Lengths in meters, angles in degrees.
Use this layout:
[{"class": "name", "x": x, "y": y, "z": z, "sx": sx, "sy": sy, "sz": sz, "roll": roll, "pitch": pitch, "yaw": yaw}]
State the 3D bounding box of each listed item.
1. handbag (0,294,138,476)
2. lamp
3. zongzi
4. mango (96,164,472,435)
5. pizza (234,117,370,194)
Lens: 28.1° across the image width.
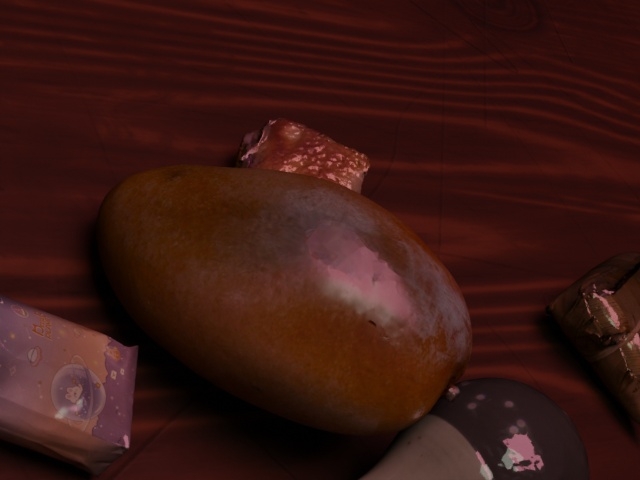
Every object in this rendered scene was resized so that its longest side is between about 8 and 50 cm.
[{"class": "handbag", "x": -0.234, "y": 0.110, "z": 1.040, "sx": 0.173, "sy": 0.095, "sz": 0.117, "roll": 24, "pitch": 39, "yaw": -25}, {"class": "lamp", "x": 0.106, "y": 0.221, "z": 1.151, "sx": 0.314, "sy": 0.182, "sz": 0.182, "roll": -3, "pitch": 56, "yaw": -39}, {"class": "zongzi", "x": 0.379, "y": 0.118, "z": 1.543, "sx": 0.194, "sy": 0.099, "sz": 0.197, "roll": -30, "pitch": 86, "yaw": -49}, {"class": "mango", "x": -0.040, "y": 0.039, "z": 1.164, "sx": 0.384, "sy": 0.199, "sz": 0.221, "roll": 28, "pitch": 63, "yaw": 15}, {"class": "pizza", "x": 0.000, "y": 0.000, "z": 1.341, "sx": 0.161, "sy": 0.085, "sz": 0.305, "roll": -16, "pitch": 61, "yaw": -22}]
